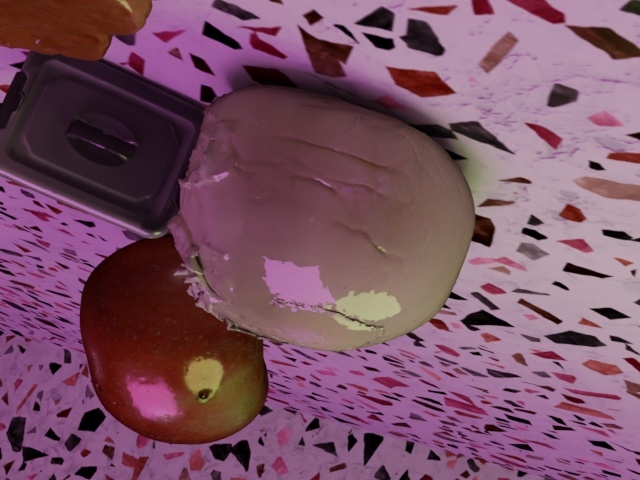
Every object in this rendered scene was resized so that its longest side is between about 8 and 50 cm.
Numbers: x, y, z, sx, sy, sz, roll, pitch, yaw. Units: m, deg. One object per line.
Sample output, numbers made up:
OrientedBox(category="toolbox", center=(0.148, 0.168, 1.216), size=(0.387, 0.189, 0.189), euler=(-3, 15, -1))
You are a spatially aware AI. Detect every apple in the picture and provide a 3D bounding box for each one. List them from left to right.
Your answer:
OrientedBox(category="apple", center=(-0.229, 0.157, 1.712), size=(0.277, 0.348, 0.348), euler=(-6, 163, -4))

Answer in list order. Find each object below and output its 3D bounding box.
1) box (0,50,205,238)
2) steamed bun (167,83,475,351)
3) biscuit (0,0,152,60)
OrientedBox(category="box", center=(-0.251, -0.110, 1.224), size=(0.227, 0.162, 0.130), euler=(23, 173, -12))
OrientedBox(category="steamed bun", center=(0.000, 0.000, 1.152), size=(0.312, 0.233, 0.334), euler=(15, 164, 15))
OrientedBox(category="biscuit", center=(-0.323, -0.256, 1.019), size=(0.376, 0.051, 0.269), euler=(10, 163, 31))
